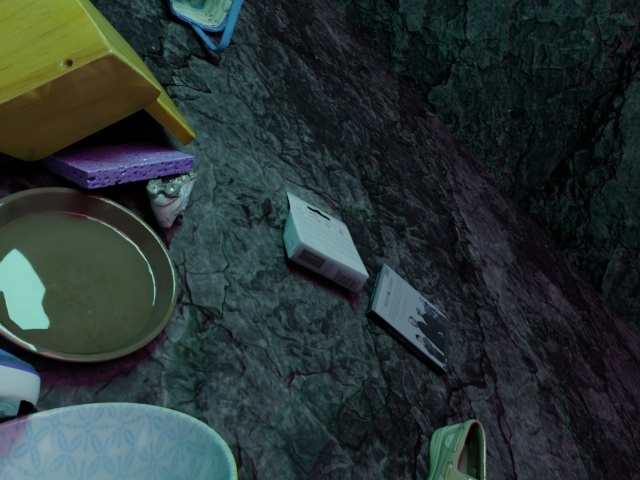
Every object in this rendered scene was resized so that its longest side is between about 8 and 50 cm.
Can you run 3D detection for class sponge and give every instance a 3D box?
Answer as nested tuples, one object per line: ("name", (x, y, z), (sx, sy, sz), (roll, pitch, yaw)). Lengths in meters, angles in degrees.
("sponge", (-0.331, -0.133, 0.810), (0.117, 0.031, 0.210), (23, 26, 26))

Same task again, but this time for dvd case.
("dvd case", (0.217, 0.184, 1.150), (0.238, 0.029, 0.179), (40, 35, -10))

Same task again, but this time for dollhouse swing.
("dollhouse swing", (-0.435, -0.268, 0.810), (0.315, 0.305, 0.347), (-33, 69, -14))

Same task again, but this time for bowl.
("bowl", (-0.223, 0.284, 0.428), (0.289, 0.289, 0.156), (-7, 105, -51))

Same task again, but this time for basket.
("basket", (-0.284, -0.659, 1.250), (0.289, 0.255, 0.201), (44, 28, 29))

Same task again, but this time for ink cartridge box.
("ink cartridge box", (0.000, 0.000, 1.095), (0.189, 0.066, 0.232), (28, 18, -26))

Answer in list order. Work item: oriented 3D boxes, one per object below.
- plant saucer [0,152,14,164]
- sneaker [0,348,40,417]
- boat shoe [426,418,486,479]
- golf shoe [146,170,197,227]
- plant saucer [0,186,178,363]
("plant saucer", (-0.519, -0.162, 0.685), (0.168, 0.029, 0.168), (28, 40, -26))
("sneaker", (-0.429, 0.035, 0.493), (0.322, 0.130, 0.236), (21, 48, -24))
("boat shoe", (0.250, 0.454, 0.856), (0.109, 0.098, 0.302), (41, 35, -9))
("golf shoe", (-0.266, -0.078, 0.863), (0.069, 0.086, 0.176), (3, 20, 1))
("plant saucer", (-0.336, 0.046, 0.671), (0.278, 0.041, 0.278), (29, 38, -26))
